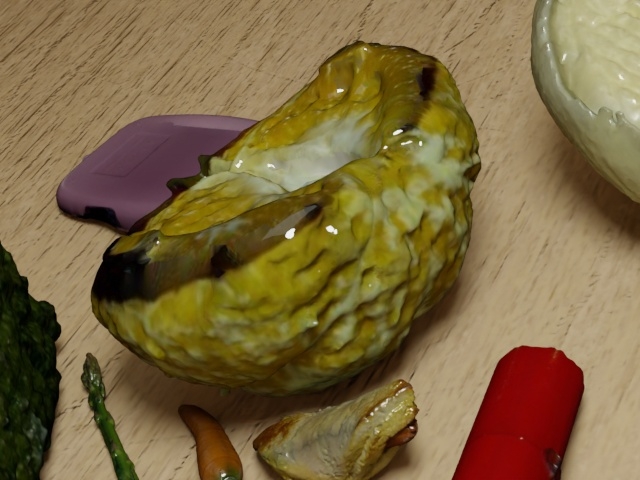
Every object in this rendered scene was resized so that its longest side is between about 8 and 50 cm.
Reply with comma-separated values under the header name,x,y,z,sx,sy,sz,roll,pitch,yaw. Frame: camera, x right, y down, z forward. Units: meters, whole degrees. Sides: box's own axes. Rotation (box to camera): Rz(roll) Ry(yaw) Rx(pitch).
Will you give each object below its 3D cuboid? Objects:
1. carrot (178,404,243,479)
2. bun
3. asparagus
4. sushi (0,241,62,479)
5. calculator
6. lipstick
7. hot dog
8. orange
name,x,y,z,sx,sy,sz,roll,pitch,yaw
carrot,-0.088,0.166,1.150,0.035,0.035,0.142,-23,28,-8
bun,0.360,-0.145,1.219,0.364,0.202,0.364,-6,52,7
asparagus,-0.174,0.166,1.197,0.023,0.022,0.233,-48,36,11
sushi,-0.378,0.148,1.176,0.294,0.178,0.352,-13,38,11
calculator,-0.150,-0.074,1.498,0.294,0.043,0.194,11,45,38
lipstick,0.126,0.162,0.974,0.073,0.073,0.280,-3,24,21
hot dog,0.018,0.157,1.087,0.169,0.061,0.078,-23,16,42
orange,0.000,0.000,1.174,0.368,0.210,0.271,-42,18,-33
